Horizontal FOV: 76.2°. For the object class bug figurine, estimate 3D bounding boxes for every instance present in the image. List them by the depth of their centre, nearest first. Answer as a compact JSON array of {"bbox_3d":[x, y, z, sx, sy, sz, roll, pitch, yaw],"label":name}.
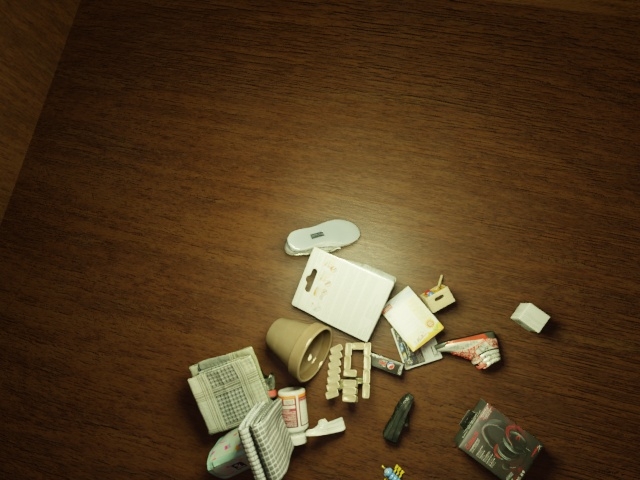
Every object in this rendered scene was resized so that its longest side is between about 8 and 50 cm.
[{"bbox_3d":[0.281,1.102,1.709,0.216,0.072,0.279,39,86,11],"label":"bug figurine"}]

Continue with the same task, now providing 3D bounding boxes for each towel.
[{"bbox_3d":[-0.200,0.778,1.606,0.121,0.284,0.235,-23,88,9],"label":"towel"},{"bbox_3d":[-0.393,0.651,1.767,0.312,0.056,0.324,-20,89,5],"label":"towel"}]

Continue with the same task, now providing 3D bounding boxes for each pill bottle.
[{"bbox_3d":[-0.117,0.764,1.785,0.121,0.121,0.221,-7,82,5],"label":"pill bottle"}]

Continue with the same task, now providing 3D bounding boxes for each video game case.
[{"bbox_3d":[0.430,0.460,1.831,0.173,0.022,0.190,-19,79,2],"label":"video game case"}]

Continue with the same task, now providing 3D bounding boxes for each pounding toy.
[{"bbox_3d":[0.522,0.235,1.815,0.141,0.130,0.100,-29,90,1],"label":"pounding toy"}]

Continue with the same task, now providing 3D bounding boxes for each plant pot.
[{"bbox_3d":[-0.109,0.452,1.799,0.229,0.263,0.263,23,83,29],"label":"plant pot"}]

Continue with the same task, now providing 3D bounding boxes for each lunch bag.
[{"bbox_3d":[-0.330,0.876,1.713,0.224,0.262,0.160,-24,78,4],"label":"lunch bag"}]

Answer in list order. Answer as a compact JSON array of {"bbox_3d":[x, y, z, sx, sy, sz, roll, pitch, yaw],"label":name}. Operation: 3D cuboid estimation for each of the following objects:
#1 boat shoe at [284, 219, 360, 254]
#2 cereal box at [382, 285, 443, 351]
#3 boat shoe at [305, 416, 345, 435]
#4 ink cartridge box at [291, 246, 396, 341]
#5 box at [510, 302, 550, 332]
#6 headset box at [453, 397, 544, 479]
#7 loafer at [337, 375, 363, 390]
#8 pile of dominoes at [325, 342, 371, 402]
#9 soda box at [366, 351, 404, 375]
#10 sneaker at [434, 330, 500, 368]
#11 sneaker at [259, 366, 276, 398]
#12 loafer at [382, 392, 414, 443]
[{"bbox_3d":[0.002,0.008,1.905,0.367,0.156,0.135,-14,72,-26],"label":"boat shoe"},{"bbox_3d":[0.402,0.349,1.819,0.173,0.047,0.240,-37,67,-2],"label":"cereal box"},{"bbox_3d":[0.020,0.806,1.769,0.184,0.066,0.063,-3,65,-18],"label":"boat shoe"},{"bbox_3d":[0.101,0.231,1.826,0.385,0.091,0.308,25,106,11],"label":"ink cartridge box"},{"bbox_3d":[0.903,0.332,1.760,0.102,0.101,0.087,37,86,9],"label":"box"},{"bbox_3d":[0.718,0.824,1.689,0.293,0.110,0.218,36,86,11],"label":"headset box"},{"bbox_3d":[0.131,0.637,1.818,0.148,0.056,0.050,-11,80,14],"label":"loafer"},{"bbox_3d":[0.128,0.579,1.797,0.196,0.040,0.251,-5,62,21],"label":"pile of dominoes"},{"bbox_3d":[0.284,0.542,1.804,0.169,0.060,0.053,16,82,17],"label":"soda box"},{"bbox_3d":[0.641,0.489,1.762,0.270,0.090,0.144,-12,77,-2],"label":"sneaker"},{"bbox_3d":[-0.328,0.634,1.845,0.276,0.097,0.135,6,81,5],"label":"sneaker"},{"bbox_3d":[0.349,0.768,1.762,0.078,0.076,0.223,29,89,5],"label":"loafer"}]
